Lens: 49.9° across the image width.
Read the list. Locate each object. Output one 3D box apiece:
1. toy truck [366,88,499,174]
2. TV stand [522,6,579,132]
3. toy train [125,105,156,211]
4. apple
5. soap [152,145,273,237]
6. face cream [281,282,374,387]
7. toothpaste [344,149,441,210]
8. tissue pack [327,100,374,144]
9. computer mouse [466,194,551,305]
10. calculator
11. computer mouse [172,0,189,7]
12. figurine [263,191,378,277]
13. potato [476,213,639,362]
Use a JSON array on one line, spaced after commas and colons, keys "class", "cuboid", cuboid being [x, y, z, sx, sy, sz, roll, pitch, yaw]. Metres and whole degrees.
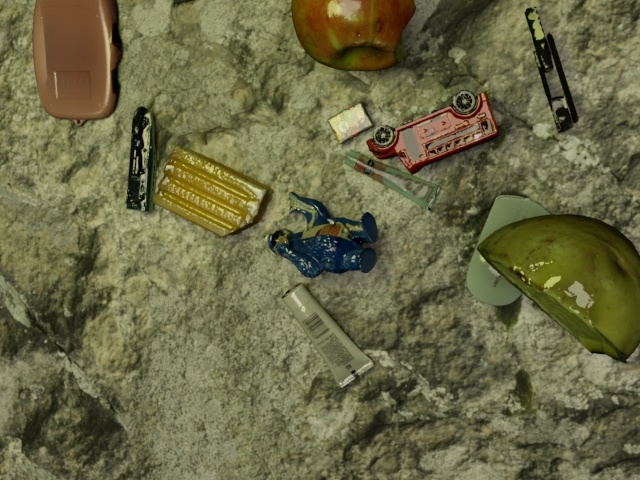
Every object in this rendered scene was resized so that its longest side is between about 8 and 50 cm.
[{"class": "toy truck", "cuboid": [0.223, -0.209, 1.377, 0.253, 0.107, 0.114, -22, 90, 14]}, {"class": "TV stand", "cuboid": [0.450, -0.335, 1.347, 0.042, 0.036, 0.249, -17, 92, 16]}, {"class": "toy train", "cuboid": [-0.400, -0.184, 1.556, 0.052, 0.051, 0.233, 6, 94, 12]}, {"class": "apple", "cuboid": [0.068, -0.452, 1.320, 0.246, 0.246, 0.226, -4, 81, 14]}, {"class": "soap", "cuboid": [-0.237, -0.099, 1.515, 0.232, 0.073, 0.140, 26, 103, 9]}, {"class": "face cream", "cuboid": [0.010, 0.202, 1.504, 0.092, 0.058, 0.243, -36, 93, 8]}, {"class": "toothpaste", "cuboid": [0.148, -0.132, 1.443, 0.205, 0.036, 0.056, 26, 100, 5]}, {"class": "tissue pack", "cuboid": [0.064, -0.247, 1.448, 0.083, 0.035, 0.063, -26, 90, 13]}, {"class": "computer mouse", "cuboid": [0.377, 0.021, 1.387, 0.128, 0.079, 0.230, 19, 96, 7]}, {"class": "calculator", "cuboid": [-0.557, -0.427, 1.568, 0.220, 0.048, 0.329, 2, 99, 11]}, {"class": "computer mouse", "cuboid": [-0.299, -0.620, 1.472, 0.126, 0.071, 0.231, 22, 101, 10]}, {"class": "figurine", "cuboid": [0.003, 0.007, 1.456, 0.262, 0.121, 0.164, 16, 74, 33]}, {"class": "potato", "cuboid": [0.487, 0.057, 1.224, 0.330, 0.280, 0.212, 39, 93, -9]}]
